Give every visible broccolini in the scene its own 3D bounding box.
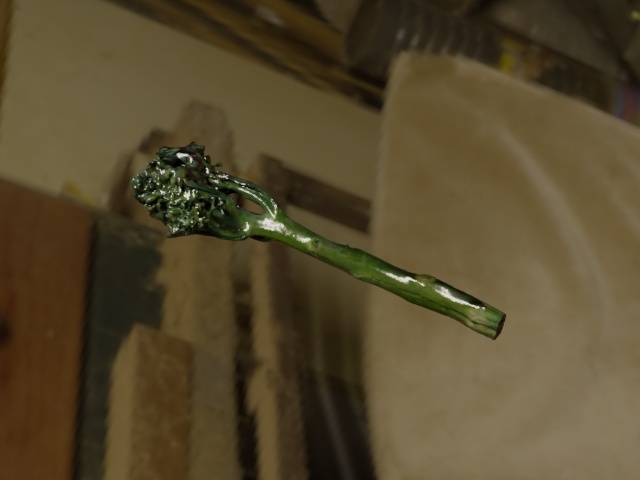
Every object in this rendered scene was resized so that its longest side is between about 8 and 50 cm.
[{"bbox_3d":[-0.001,-0.002,1.064,0.057,0.254,0.071,63,-132,-74],"label":"broccolini"}]
